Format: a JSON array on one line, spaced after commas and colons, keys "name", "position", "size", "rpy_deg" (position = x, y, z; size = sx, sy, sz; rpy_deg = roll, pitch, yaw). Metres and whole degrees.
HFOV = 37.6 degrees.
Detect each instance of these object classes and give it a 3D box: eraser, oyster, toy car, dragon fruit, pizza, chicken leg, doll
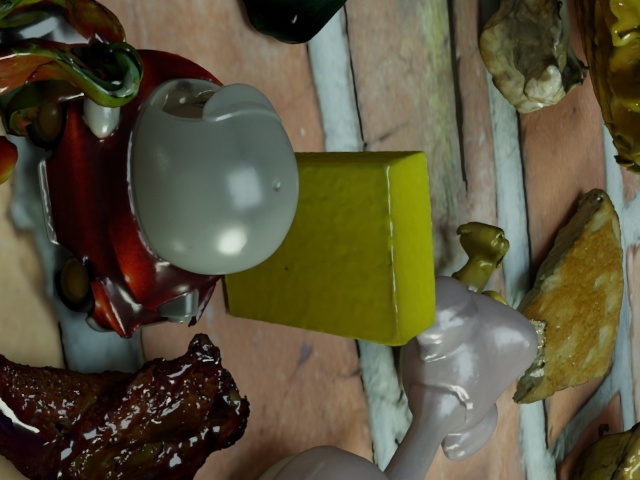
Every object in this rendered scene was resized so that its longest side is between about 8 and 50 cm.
[{"name": "eraser", "position": [0.000, 0.000, 0.520], "size": [0.045, 0.122, 0.097], "rpy_deg": [-22, 112, -50]}, {"name": "oyster", "position": [0.162, -0.173, 0.732], "size": [0.191, 0.081, 0.163], "rpy_deg": [-86, 162, -59]}, {"name": "toy car", "position": [-0.062, -0.022, 0.446], "size": [0.112, 0.112, 0.139], "rpy_deg": [-7, 99, -52]}, {"name": "dragon fruit", "position": [-0.155, -0.076, 0.338], "size": [0.142, 0.175, 0.138], "rpy_deg": [-85, 167, -54]}, {"name": "pizza", "position": [0.236, 0.073, 0.899], "size": [0.262, 0.034, 0.181], "rpy_deg": [-37, 122, -44]}, {"name": "chicken leg", "position": [-0.106, 0.078, 0.440], "size": [0.205, 0.053, 0.093], "rpy_deg": [9, 117, -54]}, {"name": "doll", "position": [0.057, 0.140, 0.635], "size": [0.365, 0.094, 0.160], "rpy_deg": [-48, 137, -36]}]

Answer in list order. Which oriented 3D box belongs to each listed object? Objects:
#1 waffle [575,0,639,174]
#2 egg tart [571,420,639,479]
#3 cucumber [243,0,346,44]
[{"name": "waffle", "position": [0.242, -0.204, 0.774], "size": [0.325, 0.068, 0.302], "rpy_deg": [-55, 131, -71]}, {"name": "egg tart", "position": [0.325, 0.277, 0.982], "size": [0.241, 0.106, 0.241], "rpy_deg": [-13, 107, -49]}, {"name": "cucumber", "position": [0.022, -0.228, 0.573], "size": [0.115, 0.063, 0.243], "rpy_deg": [34, 69, -48]}]
